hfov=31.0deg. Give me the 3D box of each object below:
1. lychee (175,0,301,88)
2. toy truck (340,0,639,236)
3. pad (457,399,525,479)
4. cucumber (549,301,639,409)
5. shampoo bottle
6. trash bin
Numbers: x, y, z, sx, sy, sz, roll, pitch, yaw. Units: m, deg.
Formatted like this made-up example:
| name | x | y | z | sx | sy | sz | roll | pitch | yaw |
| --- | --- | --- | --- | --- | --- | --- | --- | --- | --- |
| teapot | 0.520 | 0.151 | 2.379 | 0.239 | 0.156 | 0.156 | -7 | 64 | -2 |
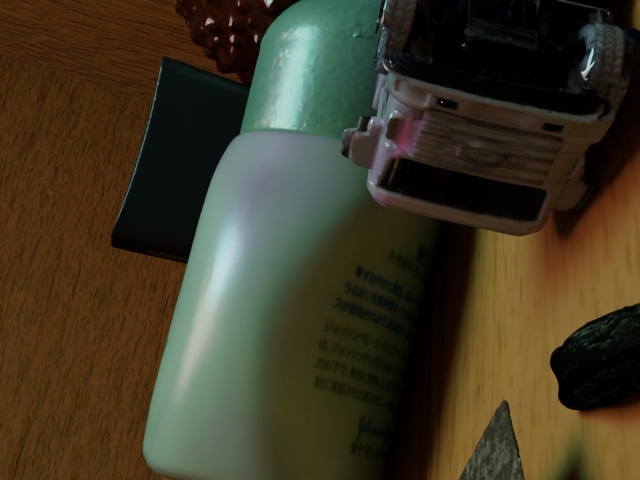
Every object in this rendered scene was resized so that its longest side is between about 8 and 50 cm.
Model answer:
| name | x | y | z | sx | sy | sz | roll | pitch | yaw |
| --- | --- | --- | --- | --- | --- | --- | --- | --- | --- |
| lychee | 0.009 | -0.241 | 0.932 | 0.264 | 0.300 | 0.264 | 17 | -109 | -59 |
| toy truck | 0.087 | -0.121 | 0.628 | 0.155 | 0.124 | 0.268 | 105 | 177 | -49 |
| pad | 0.044 | 0.199 | 0.493 | 0.158 | 0.003 | 0.235 | -89 | 16 | -57 |
| cucumber | 0.113 | 0.045 | 0.448 | 0.135 | 0.034 | 0.033 | 130 | 149 | -70 |
| shampoo bottle | 0.000 | 0.000 | 0.776 | 0.222 | 0.151 | 0.349 | 33 | -111 | -64 |
| trash bin | -0.058 | -0.047 | 1.043 | 0.115 | 0.226 | 0.165 | 149 | 136 | -77 |
